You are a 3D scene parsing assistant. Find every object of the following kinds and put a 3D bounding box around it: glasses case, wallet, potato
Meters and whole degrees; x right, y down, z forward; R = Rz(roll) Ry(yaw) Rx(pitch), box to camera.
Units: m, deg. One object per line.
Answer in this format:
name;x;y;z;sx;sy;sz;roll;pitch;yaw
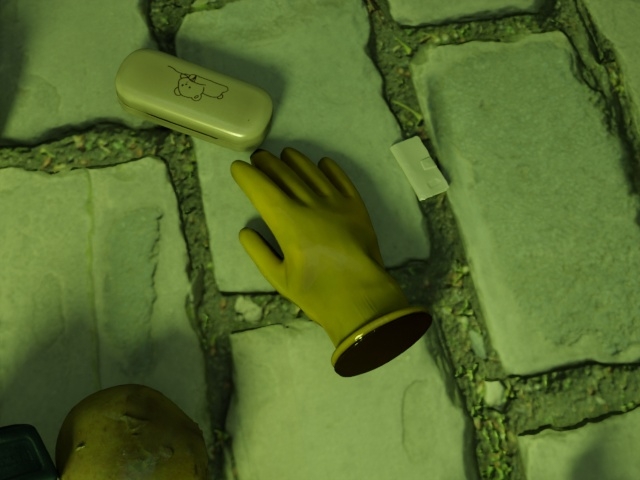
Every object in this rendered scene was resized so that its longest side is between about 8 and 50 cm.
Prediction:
glasses case;-0.155;-0.173;0.955;0.196;0.050;0.083;18;64;2
wallet;0.124;-0.090;0.973;0.044;0.011;0.083;-23;71;-15
potato;-0.179;0.216;0.750;0.137;0.137;0.176;-38;74;-19

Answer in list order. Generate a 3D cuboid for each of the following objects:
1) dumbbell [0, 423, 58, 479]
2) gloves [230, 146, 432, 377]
dumbbell;-0.249;0.319;0.647;0.143;0.156;0.316;-21;67;-32
gloves;0.001;0.000;0.888;0.133;0.116;0.294;-8;56;-39
